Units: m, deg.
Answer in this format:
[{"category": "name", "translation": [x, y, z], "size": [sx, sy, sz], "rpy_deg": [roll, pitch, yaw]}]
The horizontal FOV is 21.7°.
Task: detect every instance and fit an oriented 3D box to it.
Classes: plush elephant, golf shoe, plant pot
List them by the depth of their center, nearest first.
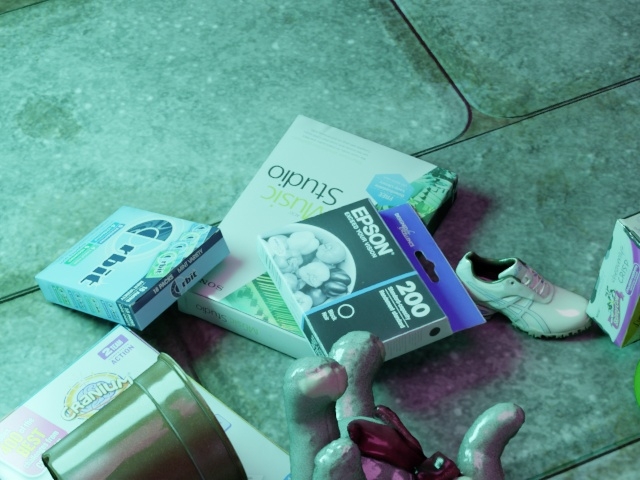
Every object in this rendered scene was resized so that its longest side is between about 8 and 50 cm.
[{"category": "plush elephant", "translation": [0.109, 0.259, 1.705], "size": [0.255, 0.272, 0.330], "rpy_deg": [1, 87, 13]}, {"category": "plant pot", "translation": [-0.187, 0.231, 1.726], "size": [0.165, 0.167, 0.167], "rpy_deg": [-33, 57, -15]}, {"category": "golf shoe", "translation": [0.243, 0.061, 1.987], "size": [0.176, 0.086, 0.069], "rpy_deg": [11, 49, 8]}]

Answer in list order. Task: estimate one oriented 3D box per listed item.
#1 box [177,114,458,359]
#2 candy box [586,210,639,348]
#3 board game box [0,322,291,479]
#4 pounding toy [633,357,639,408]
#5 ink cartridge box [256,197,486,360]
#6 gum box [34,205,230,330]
[{"category": "box", "translation": [0.000, 0.000, 2.059], "size": [0.232, 0.058, 0.322], "rpy_deg": [21, 55, 17]}, {"category": "candy box", "translation": [0.436, 0.016, 1.954], "size": [0.233, 0.159, 0.071], "rpy_deg": [-20, 52, -26]}, {"category": "board game box", "translation": [-0.196, 0.261, 1.838], "size": [0.316, 0.064, 0.242], "rpy_deg": [35, 59, 27]}, {"category": "pounding toy", "translation": [0.447, 0.120, 1.857], "size": [0.236, 0.110, 0.183], "rpy_deg": [-4, 46, 35]}, {"category": "ink cartridge box", "translation": [0.060, 0.045, 1.959], "size": [0.208, 0.045, 0.206], "rpy_deg": [-19, 54, -18]}, {"category": "gum box", "translation": [-0.226, 0.030, 1.999], "size": [0.184, 0.041, 0.157], "rpy_deg": [12, 43, 44]}]
